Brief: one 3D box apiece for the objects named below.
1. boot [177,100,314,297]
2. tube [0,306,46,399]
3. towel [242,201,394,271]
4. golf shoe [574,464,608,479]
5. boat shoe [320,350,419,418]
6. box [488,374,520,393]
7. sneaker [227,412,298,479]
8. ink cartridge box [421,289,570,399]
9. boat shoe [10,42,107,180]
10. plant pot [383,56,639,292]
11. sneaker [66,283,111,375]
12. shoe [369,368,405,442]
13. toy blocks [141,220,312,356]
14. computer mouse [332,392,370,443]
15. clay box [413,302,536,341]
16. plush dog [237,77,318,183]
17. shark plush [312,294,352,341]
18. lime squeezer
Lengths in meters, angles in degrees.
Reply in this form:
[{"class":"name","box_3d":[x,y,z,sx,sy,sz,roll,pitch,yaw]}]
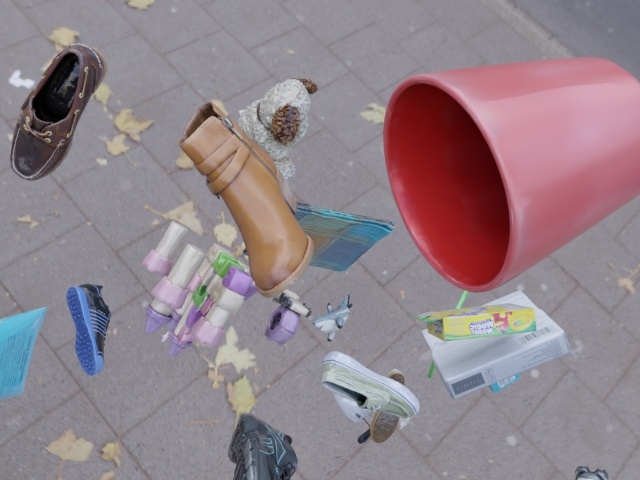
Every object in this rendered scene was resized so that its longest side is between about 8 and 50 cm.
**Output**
[{"class":"boot","box_3d":[-0.110,-0.068,0.835,0.109,0.220,0.283,-27,34,19]},{"class":"tube","box_3d":[-0.277,0.099,0.417,0.052,0.207,0.080,23,96,13]},{"class":"towel","box_3d":[0.000,0.000,1.681,0.370,0.271,0.040,10,52,-37]},{"class":"golf shoe","box_3d":[0.514,0.524,1.100,0.094,0.077,0.198,-49,123,-49]},{"class":"boat shoe","box_3d":[0.125,0.403,1.535,0.302,0.109,0.094,31,51,-11]},{"class":"box","box_3d":[0.523,0.385,1.871,0.101,0.244,0.060,-30,112,-7]},{"class":"sneaker","box_3d":[-0.082,0.348,0.900,0.106,0.267,0.101,22,96,-10]},{"class":"ink cartridge box","box_3d":[0.390,0.233,1.348,0.275,0.239,0.060,-23,106,4]},{"class":"boat shoe","box_3d":[-0.355,-0.165,0.762,0.073,0.207,0.073,30,17,-11]},{"class":"plant pot","box_3d":[0.247,-0.099,0.717,0.243,0.275,0.274,-19,68,-15]},{"class":"sneaker","box_3d":[-0.576,0.223,1.490,0.090,0.082,0.232,-6,82,-56]},{"class":"shoe","box_3d":[0.192,0.474,1.675,0.077,0.058,0.218,16,93,-14]},{"class":"toy blocks","box_3d":[-0.246,0.158,1.265,0.309,0.289,0.260,30,90,-25]},{"class":"computer mouse","box_3d":[0.102,0.501,1.706,0.106,0.042,0.193,-37,96,15]},{"class":"clay box","box_3d":[0.318,0.171,1.221,0.222,0.127,0.053,-7,89,-5]},{"class":"plush dog","box_3d":[-0.106,-0.290,1.383,0.211,0.225,0.262,31,47,-21]},{"class":"shark plush","box_3d":[0.042,0.186,1.519,0.067,0.073,0.161,37,53,5]},{"class":"lime squeezer","box_3d":[0.380,0.287,1.785,0.059,0.110,0.310,22,95,3]}]
